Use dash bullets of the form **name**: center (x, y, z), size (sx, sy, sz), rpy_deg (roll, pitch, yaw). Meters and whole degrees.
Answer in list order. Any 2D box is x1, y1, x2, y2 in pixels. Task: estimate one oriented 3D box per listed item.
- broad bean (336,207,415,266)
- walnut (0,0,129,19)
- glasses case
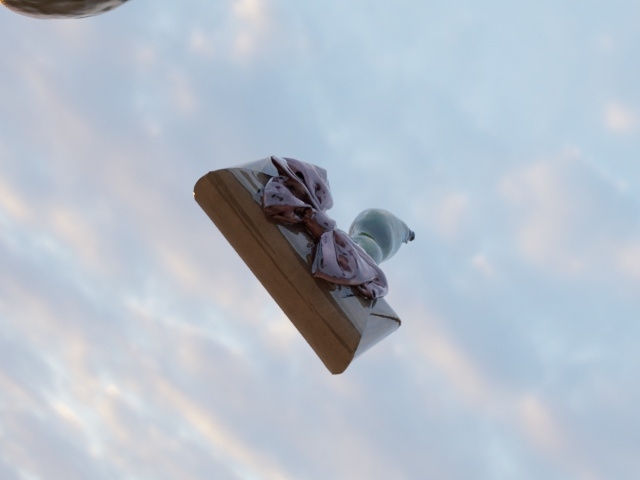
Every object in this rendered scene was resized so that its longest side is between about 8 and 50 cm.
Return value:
- **broad bean**: center (0.051, 0.000, 1.387), size (0.048, 0.213, 0.070), rpy_deg (-25, -98, 22)
- **walnut**: center (-0.161, -0.215, 0.869), size (0.162, 0.140, 0.140), rpy_deg (-32, -70, 28)
- **glasses case**: center (0.000, 0.000, 1.048), size (0.193, 0.102, 0.070), rpy_deg (52, -37, 12)
